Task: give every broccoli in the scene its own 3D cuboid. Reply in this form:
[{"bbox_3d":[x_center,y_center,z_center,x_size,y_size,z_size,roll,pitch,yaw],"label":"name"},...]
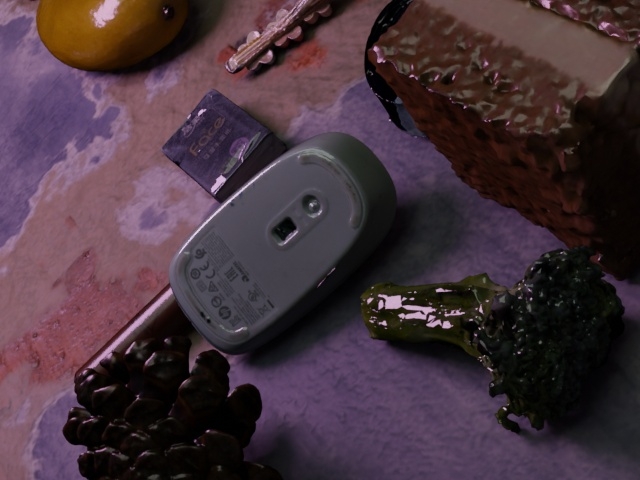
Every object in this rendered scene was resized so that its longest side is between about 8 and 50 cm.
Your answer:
[{"bbox_3d":[0.145,0.079,1.207,0.304,0.145,0.165,3,56,53],"label":"broccoli"}]

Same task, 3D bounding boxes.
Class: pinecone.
[{"bbox_3d":[-0.152,0.203,1.272,0.202,0.229,0.201,-41,15,6],"label":"pinecone"}]

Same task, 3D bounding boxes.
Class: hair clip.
[{"bbox_3d":[-0.039,-0.296,1.672,0.214,0.056,0.062,-41,59,17],"label":"hair clip"}]

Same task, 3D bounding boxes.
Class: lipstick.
[{"bbox_3d":[-0.155,0.063,1.487,0.357,0.057,0.057,-43,43,3],"label":"lipstick"}]

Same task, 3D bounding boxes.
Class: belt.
[{"bbox_3d":[0.133,-0.214,1.456,0.151,0.078,0.198,-9,52,27],"label":"belt"}]

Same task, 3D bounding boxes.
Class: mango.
[{"bbox_3d":[-0.328,-0.343,1.866,0.332,0.142,0.195,-2,54,45],"label":"mango"}]

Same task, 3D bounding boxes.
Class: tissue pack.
[{"bbox_3d":[-0.128,-0.120,1.604,0.112,0.051,0.156,-49,44,-2],"label":"tissue pack"}]

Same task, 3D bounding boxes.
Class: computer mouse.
[{"bbox_3d":[-0.039,0.001,1.407,0.288,0.097,0.159,-43,80,17],"label":"computer mouse"}]

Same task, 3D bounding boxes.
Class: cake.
[{"bbox_3d":[0.251,-0.169,1.187,0.282,0.256,0.290,34,82,38],"label":"cake"}]
